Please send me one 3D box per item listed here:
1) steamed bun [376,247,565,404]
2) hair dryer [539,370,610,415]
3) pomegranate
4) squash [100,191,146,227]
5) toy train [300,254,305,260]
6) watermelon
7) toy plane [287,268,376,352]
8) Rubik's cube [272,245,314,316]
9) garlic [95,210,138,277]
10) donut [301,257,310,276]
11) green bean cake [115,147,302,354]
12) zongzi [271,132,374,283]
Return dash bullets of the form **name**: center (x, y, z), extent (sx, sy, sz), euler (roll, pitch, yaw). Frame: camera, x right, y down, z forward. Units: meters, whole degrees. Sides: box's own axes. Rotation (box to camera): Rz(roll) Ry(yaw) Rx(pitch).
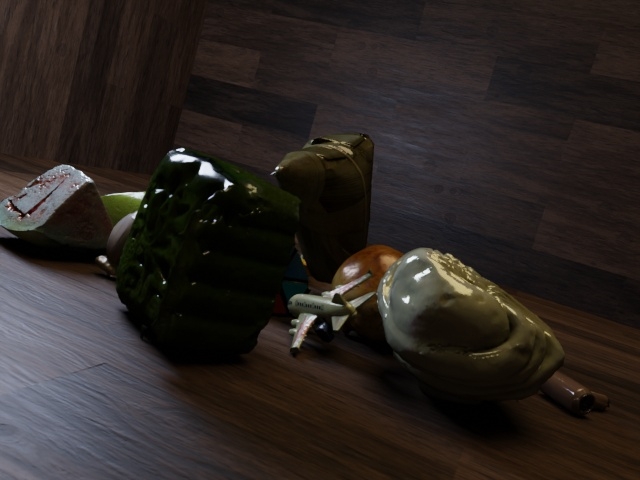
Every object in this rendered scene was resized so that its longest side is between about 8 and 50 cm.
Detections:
- **steamed bun**: center (0.249, 0.177, 1.067), extent (0.339, 0.247, 0.352), euler (34, 12, -4)
- **hair dryer**: center (0.591, 0.350, 1.264), extent (0.182, 0.064, 0.117), euler (19, 6, -24)
- **pomegranate**: center (0.132, 0.128, 1.318), extent (0.248, 0.248, 0.248), euler (16, 7, -2)
- **squash**: center (-0.524, -0.073, 1.552), extent (0.261, 0.189, 0.189), euler (19, 7, 3)
- **toy train**: center (-0.100, 0.069, 2.012), extent (0.103, 0.044, 0.064), euler (10, -2, -38)
- **watermelon**: center (-0.590, -0.069, 1.343), extent (0.213, 0.201, 0.262), euler (23, 1, 42)
- **toy plane**: center (0.004, 0.147, 1.172), extent (0.104, 0.242, 0.256), euler (51, -28, -7)
- **Rubik's cube**: center (-0.188, 0.114, 1.390), extent (0.250, 0.284, 0.234), euler (-30, 12, -33)
- **garlic**: center (-0.372, 0.025, 1.295), extent (0.160, 0.191, 0.214), euler (46, 7, 22)
- **donut**: center (-0.095, 0.080, 1.800), extent (0.146, 0.078, 0.181), euler (20, 2, 23)
- **green bean cake**: center (-0.223, 0.016, 1.014), extent (0.218, 0.335, 0.319), euler (22, -2, -42)
- **zongzi**: center (-0.021, -0.003, 1.432), extent (0.218, 0.499, 0.467), euler (10, 23, 24)
